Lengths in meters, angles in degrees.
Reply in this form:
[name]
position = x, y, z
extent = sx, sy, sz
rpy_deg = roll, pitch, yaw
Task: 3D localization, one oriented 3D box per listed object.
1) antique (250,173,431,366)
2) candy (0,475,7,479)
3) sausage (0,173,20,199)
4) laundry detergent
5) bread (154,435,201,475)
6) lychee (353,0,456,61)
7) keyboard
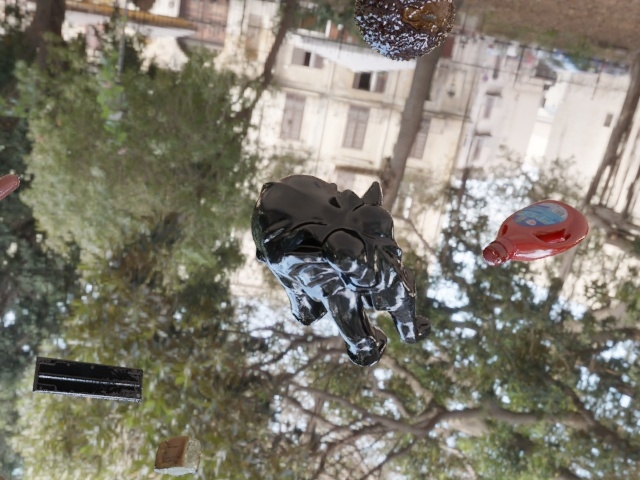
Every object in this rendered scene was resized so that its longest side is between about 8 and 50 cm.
[antique]
position = 0.015, 0.025, 1.031
extent = 0.185, 0.255, 0.322
rpy_deg = -39, -132, -23
[candy]
position = -0.867, 0.569, 1.649
extent = 0.102, 0.234, 0.104
rpy_deg = -52, -159, -27
[sausage]
position = -0.556, -0.040, 1.064
extent = 0.029, 0.029, 0.223
rpy_deg = 19, -132, 23
[laundry detergent]
position = 0.282, -0.003, 0.909
extent = 0.165, 0.049, 0.097
rpy_deg = -26, -143, -35
[bread]
position = -0.303, 0.455, 1.436
extent = 0.083, 0.070, 0.077
rpy_deg = -19, 145, 23
[lychee]
position = 0.150, -0.422, 1.246
extent = 0.188, 0.188, 0.188
rpy_deg = 9, -161, -3
[keyboard]
position = -0.406, 0.248, 1.202
extent = 0.198, 0.063, 0.010
rpy_deg = 17, 148, -37
